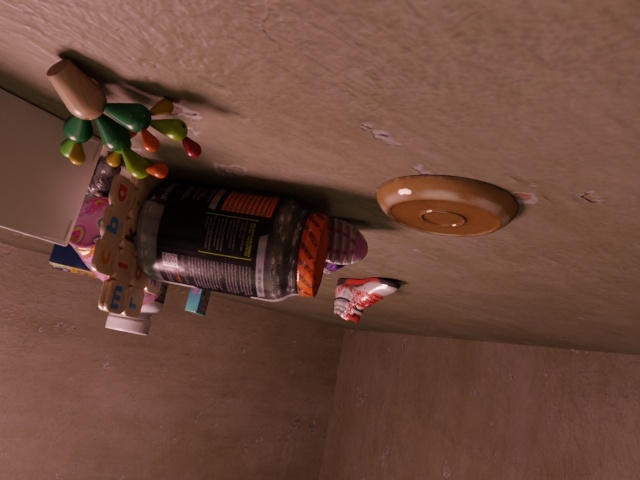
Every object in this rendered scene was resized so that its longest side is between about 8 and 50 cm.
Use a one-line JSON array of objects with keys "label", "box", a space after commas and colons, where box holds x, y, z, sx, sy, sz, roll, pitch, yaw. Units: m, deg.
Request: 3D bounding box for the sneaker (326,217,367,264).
[{"label": "sneaker", "box": [0.000, 0.000, 1.095, 0.236, 0.095, 0.104, 10, 174, 26]}]

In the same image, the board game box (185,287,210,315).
[{"label": "board game box", "box": [-0.448, 0.174, 1.874, 0.047, 0.210, 0.160, 11, 166, 1]}]

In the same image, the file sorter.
[{"label": "file sorter", "box": [-0.540, -0.128, 0.781, 0.173, 0.192, 0.278, 5, 165, 36]}]

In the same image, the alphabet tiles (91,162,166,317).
[{"label": "alphabet tiles", "box": [-0.349, 0.001, 0.943, 0.021, 0.284, 0.278, 8, 167, 5]}]

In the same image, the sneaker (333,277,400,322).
[{"label": "sneaker", "box": [0.150, 0.203, 1.657, 0.090, 0.145, 0.270, 22, 162, -39]}]

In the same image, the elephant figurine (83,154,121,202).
[{"label": "elephant figurine", "box": [-0.502, -0.101, 0.997, 0.169, 0.186, 0.239, 43, 158, 10]}]

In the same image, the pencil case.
[{"label": "pencil case", "box": [-0.411, 0.030, 1.012, 0.124, 0.124, 0.284, 9, 148, 8]}]

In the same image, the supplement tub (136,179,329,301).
[{"label": "supplement tub", "box": [-0.162, 0.004, 0.971, 0.338, 0.207, 0.207, 10, 166, 8]}]

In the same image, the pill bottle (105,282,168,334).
[{"label": "pill bottle", "box": [-0.581, 0.136, 1.596, 0.176, 0.318, 0.176, 10, 165, 3]}]

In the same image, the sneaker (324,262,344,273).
[{"label": "sneaker", "box": [0.009, 0.046, 1.350, 0.071, 0.068, 0.170, -17, 161, 33]}]

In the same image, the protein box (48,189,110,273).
[{"label": "protein box", "box": [-0.518, -0.012, 1.199, 0.200, 0.201, 0.136, 17, 165, -23]}]

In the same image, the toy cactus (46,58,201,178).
[{"label": "toy cactus", "box": [-0.283, -0.165, 0.671, 0.219, 0.112, 0.180, 7, 147, 27]}]

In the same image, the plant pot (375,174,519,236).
[{"label": "plant pot", "box": [0.208, -0.049, 0.837, 0.236, 0.032, 0.236, 11, 166, 3]}]
